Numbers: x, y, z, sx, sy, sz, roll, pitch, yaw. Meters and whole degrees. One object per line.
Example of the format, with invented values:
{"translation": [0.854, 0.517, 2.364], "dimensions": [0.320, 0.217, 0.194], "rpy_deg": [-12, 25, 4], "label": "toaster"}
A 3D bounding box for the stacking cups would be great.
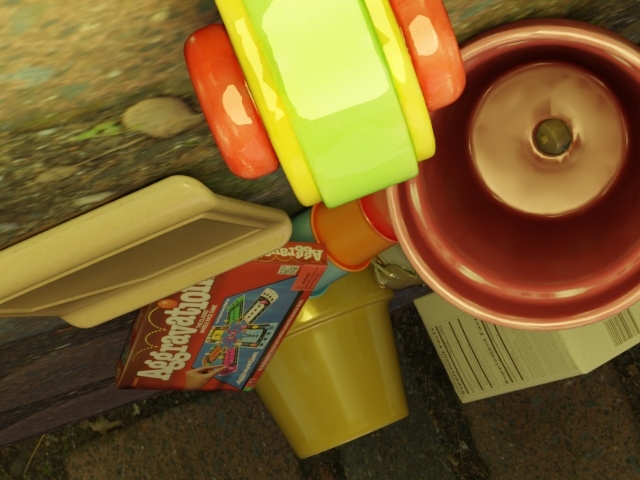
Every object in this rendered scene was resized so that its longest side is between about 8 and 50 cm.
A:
{"translation": [0.000, 0.000, 1.318], "dimensions": [0.316, 0.096, 0.096], "rpy_deg": [-32, 168, 37], "label": "stacking cups"}

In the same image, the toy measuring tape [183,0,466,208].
{"translation": [-0.001, -0.078, 0.525], "dimensions": [0.121, 0.121, 0.330], "rpy_deg": [-22, 173, 1], "label": "toy measuring tape"}

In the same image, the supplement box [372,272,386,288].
{"translation": [0.174, -0.013, 1.755], "dimensions": [0.233, 0.080, 0.078], "rpy_deg": [-22, 171, 16], "label": "supplement box"}

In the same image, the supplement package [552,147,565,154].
{"translation": [0.191, -0.053, 1.373], "dimensions": [0.179, 0.105, 0.105], "rpy_deg": [-17, 172, -33], "label": "supplement package"}

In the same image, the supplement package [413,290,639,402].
{"translation": [0.234, 0.076, 1.482], "dimensions": [0.139, 0.134, 0.244], "rpy_deg": [-25, 178, -27], "label": "supplement package"}

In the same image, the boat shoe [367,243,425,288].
{"translation": [0.099, 0.008, 1.534], "dimensions": [0.103, 0.113, 0.302], "rpy_deg": [-25, 172, 5], "label": "boat shoe"}

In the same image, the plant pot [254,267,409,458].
{"translation": [0.003, 0.156, 1.865], "dimensions": [0.254, 0.239, 0.254], "rpy_deg": [-23, 173, -3], "label": "plant pot"}

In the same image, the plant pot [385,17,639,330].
{"translation": [0.154, -0.056, 0.945], "dimensions": [0.201, 0.201, 0.180], "rpy_deg": [-24, -172, 15], "label": "plant pot"}

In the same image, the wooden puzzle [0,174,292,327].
{"translation": [-0.153, 0.009, 1.062], "dimensions": [0.221, 0.044, 0.238], "rpy_deg": [-23, 168, 11], "label": "wooden puzzle"}

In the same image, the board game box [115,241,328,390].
{"translation": [-0.102, 0.076, 1.303], "dimensions": [0.145, 0.027, 0.281], "rpy_deg": [4, 150, -16], "label": "board game box"}

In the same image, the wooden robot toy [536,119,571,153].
{"translation": [0.213, -0.119, 1.098], "dimensions": [0.079, 0.076, 0.173], "rpy_deg": [-31, 178, -26], "label": "wooden robot toy"}
